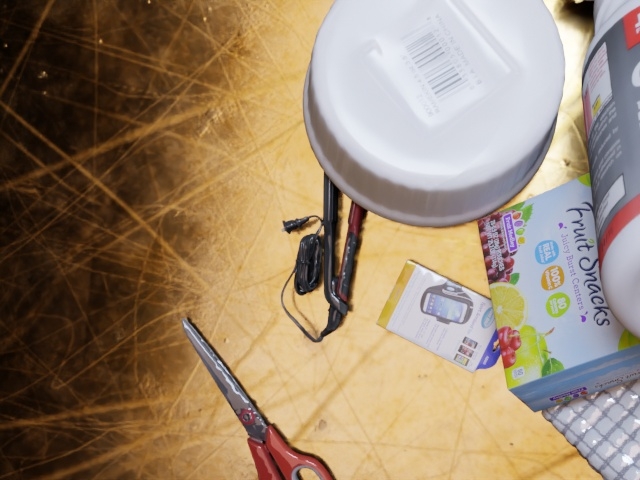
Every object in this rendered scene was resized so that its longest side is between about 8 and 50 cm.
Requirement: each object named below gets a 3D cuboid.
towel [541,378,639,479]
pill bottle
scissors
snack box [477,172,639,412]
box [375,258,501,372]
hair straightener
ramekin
[{"bbox_3d":[0.397,0.156,0.960,0.284,0.121,0.235,-50,59,5],"label":"towel"},{"bbox_3d":[0.337,-0.098,0.859,0.210,0.210,0.363,-2,50,10],"label":"pill bottle"},{"bbox_3d":[-0.063,0.211,1.126,0.109,0.021,0.297,-21,85,12],"label":"scissors"},{"bbox_3d":[0.257,0.042,0.971,0.174,0.070,0.207,-24,49,26],"label":"snack box"},{"bbox_3d":[0.139,0.086,1.086,0.136,0.028,0.081,27,94,7],"label":"box"},{"bbox_3d":[0.000,0.000,1.108,0.089,0.047,0.230,9,95,10],"label":"hair straightener"},{"bbox_3d":[0.117,-0.160,1.014,0.277,0.135,0.277,0,81,2],"label":"ramekin"}]
